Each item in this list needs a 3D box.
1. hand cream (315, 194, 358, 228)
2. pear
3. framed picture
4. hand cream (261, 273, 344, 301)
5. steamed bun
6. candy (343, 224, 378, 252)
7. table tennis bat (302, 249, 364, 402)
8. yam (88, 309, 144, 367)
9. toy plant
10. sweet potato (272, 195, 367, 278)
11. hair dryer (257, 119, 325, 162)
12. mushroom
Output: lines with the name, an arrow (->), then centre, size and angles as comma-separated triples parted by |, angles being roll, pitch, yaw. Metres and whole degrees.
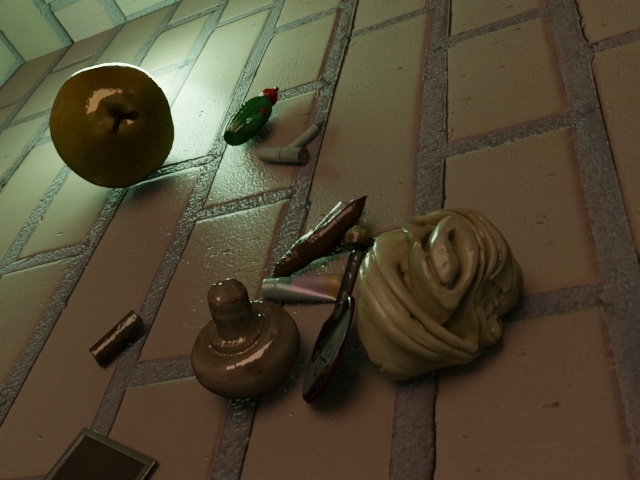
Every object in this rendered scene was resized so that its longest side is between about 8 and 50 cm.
hand cream -> 0.035, -0.038, 1.509 | 0.142, 0.053, 0.084 | -48, 37, 3
pear -> -0.606, -0.335, 2.034 | 0.362, 0.362, 0.418 | -45, 12, -19
framed picture -> -0.450, 0.489, 1.239 | 0.232, 0.019, 0.296 | 8, 50, 39
hand cream -> -0.031, 0.096, 1.398 | 0.174, 0.047, 0.076 | -3, 43, 20
steamed bun -> 0.177, 0.065, 1.151 | 0.289, 0.203, 0.276 | -29, 35, 4
candy -> 0.144, -0.002, 1.393 | 0.203, 0.061, 0.061 | 0, 46, 23
table tennis bat -> 0.029, 0.143, 1.220 | 0.173, 0.022, 0.301 | -52, 16, 56
yam -> -0.448, 0.216, 1.529 | 0.132, 0.054, 0.054 | -44, 39, -16
toy plant -> -0.204, -0.360, 2.006 | 0.155, 0.088, 0.240 | -28, 27, 28
sweet potato -> 0.000, 0.000, 1.451 | 0.274, 0.067, 0.067 | -40, 36, 5
hair dryer -> -0.060, -0.270, 1.847 | 0.155, 0.044, 0.183 | 9, 46, 39
mushroom -> -0.141, 0.186, 1.246 | 0.207, 0.209, 0.206 | -4, 64, 9
